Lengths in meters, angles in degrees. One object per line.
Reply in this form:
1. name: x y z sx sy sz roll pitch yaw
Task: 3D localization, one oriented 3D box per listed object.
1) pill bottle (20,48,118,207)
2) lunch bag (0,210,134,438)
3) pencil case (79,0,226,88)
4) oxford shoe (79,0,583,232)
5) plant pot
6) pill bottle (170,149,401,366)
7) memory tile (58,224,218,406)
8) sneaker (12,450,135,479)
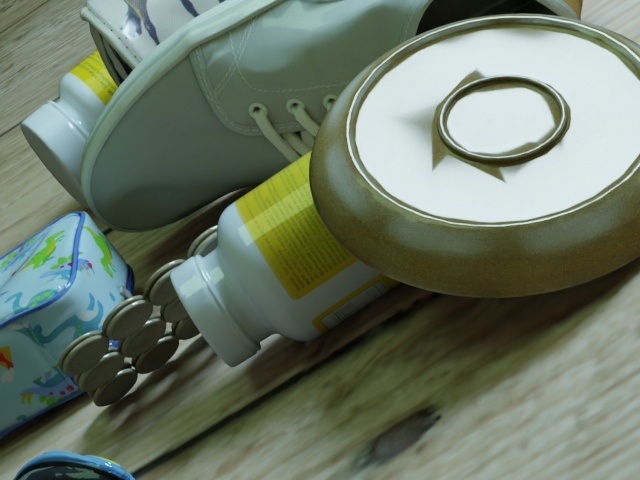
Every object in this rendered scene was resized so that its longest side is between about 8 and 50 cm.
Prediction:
1. pill bottle: -0.162 -0.132 1.686 0.208 0.119 0.119 -40 21 -13
2. lunch bag: -0.245 0.077 1.405 0.219 0.090 0.176 -31 22 10
3. pencil case: 0.002 -0.234 1.584 0.410 0.183 0.160 -37 26 -11
4. oxford shoe: 0.003 -0.116 1.386 0.449 0.169 0.130 -29 57 20
5. plant pot: 0.108 -0.063 1.091 0.236 0.032 0.236 -5 45 5
6. pill bottle: 0.000 0.000 1.180 0.184 0.103 0.103 -33 21 4
7. memory tile: -0.108 0.052 1.257 0.148 0.012 0.113 -40 -23 -5
8. sneaker: -0.189 0.189 1.140 0.188 0.067 0.078 -26 44 18
